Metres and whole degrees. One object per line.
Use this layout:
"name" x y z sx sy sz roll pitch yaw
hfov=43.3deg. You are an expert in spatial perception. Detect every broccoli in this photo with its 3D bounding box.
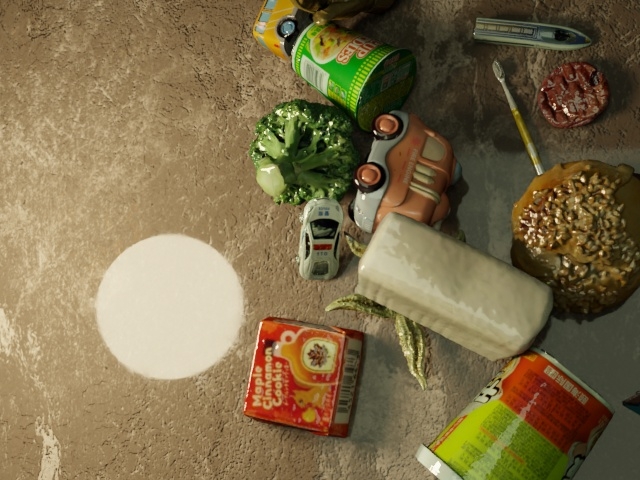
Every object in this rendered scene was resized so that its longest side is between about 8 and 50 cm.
"broccoli" -0.046 -0.175 1.760 0.270 0.270 0.270 13 122 22

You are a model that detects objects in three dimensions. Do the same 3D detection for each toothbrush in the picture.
"toothbrush" 0.432 -0.268 1.756 0.021 0.024 0.288 -21 75 9

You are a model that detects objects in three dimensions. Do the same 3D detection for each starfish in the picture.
"starfish" 0.179 0.140 1.709 0.347 0.078 0.358 4 71 -3

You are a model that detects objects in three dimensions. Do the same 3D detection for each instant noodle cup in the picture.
"instant noodle cup" 0.061 -0.381 1.805 0.233 0.207 0.207 35 90 26
"instant noodle cup" 0.378 0.380 1.537 0.294 0.294 0.308 38 84 19

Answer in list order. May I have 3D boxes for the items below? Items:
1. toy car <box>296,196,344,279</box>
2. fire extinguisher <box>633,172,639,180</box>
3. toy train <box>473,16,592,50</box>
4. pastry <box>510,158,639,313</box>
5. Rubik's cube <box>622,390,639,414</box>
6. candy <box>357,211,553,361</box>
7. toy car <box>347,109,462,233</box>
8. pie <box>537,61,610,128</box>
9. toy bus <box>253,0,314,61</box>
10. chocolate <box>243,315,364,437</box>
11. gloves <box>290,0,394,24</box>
"toy car" 0.000 0.000 1.756 0.095 0.205 0.056 -1 35 -10
"fire extinguisher" 0.642 -0.086 1.631 0.269 0.105 0.105 12 83 17
"toy train" 0.467 -0.455 1.770 0.252 0.048 0.055 10 85 17
"pastry" 0.504 0.002 1.556 0.284 0.184 0.315 16 112 16
"Rubik's cube" 0.749 0.332 1.539 0.190 0.211 0.178 -34 95 -17
"candy" 0.252 0.098 1.581 0.359 0.208 0.145 27 74 7
"toy car" 0.185 -0.130 1.708 0.212 0.180 0.270 17 67 6
"pie" 0.543 -0.311 1.728 0.153 0.038 0.153 -3 79 18
"toy bus" -0.068 -0.531 1.897 0.136 0.126 0.209 23 87 27
"chocolate" -0.043 0.293 1.742 0.235 0.108 0.237 9 84 19
"gloves" 0.037 -0.562 1.775 0.141 0.331 0.154 37 124 32
